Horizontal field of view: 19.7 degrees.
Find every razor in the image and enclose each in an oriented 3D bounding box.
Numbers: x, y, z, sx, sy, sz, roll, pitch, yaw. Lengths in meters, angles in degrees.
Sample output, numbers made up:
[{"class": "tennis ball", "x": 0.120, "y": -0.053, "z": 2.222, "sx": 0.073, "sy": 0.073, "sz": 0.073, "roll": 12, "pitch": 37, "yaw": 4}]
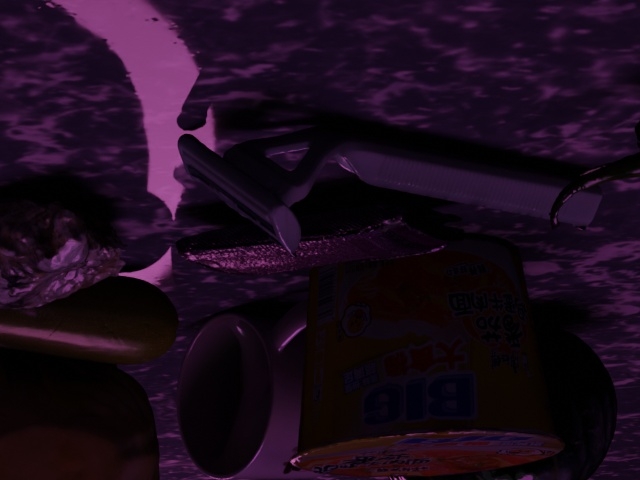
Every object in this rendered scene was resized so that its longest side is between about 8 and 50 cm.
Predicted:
[{"class": "razor", "x": 0.060, "y": -0.037, "z": 1.098, "sx": 0.277, "sy": 0.056, "sz": 0.111, "roll": 0, "pitch": -158, "yaw": -35}]

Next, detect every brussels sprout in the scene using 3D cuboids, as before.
[{"class": "brussels sprout", "x": -0.255, "y": 0.164, "z": 1.406, "sx": 0.259, "sy": 0.227, "sz": 0.294, "roll": 11, "pitch": -179, "yaw": -30}]

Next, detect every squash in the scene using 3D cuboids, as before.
[{"class": "squash", "x": -0.196, "y": 0.050, "z": 1.329, "sx": 0.201, "sy": 0.066, "sz": 0.066, "roll": 10, "pitch": 160, "yaw": -22}, {"class": "squash", "x": 0.150, "y": 0.156, "z": 1.567, "sx": 0.218, "sy": 0.172, "sz": 0.218, "roll": -2, "pitch": 167, "yaw": -1}]

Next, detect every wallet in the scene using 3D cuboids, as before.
[{"class": "wallet", "x": 0.000, "y": 0.001, "z": 1.212, "sx": 0.165, "sy": 0.030, "sz": 0.111, "roll": -9, "pitch": 174, "yaw": 26}]

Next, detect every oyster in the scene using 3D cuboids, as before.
[{"class": "oyster", "x": -0.184, "y": 0.010, "z": 1.189, "sx": 0.125, "sy": 0.064, "sz": 0.177, "roll": -9, "pitch": 166, "yaw": 5}]

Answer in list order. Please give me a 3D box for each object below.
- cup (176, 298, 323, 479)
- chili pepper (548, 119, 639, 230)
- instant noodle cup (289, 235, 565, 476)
[{"class": "cup", "x": -0.018, "y": 0.112, "z": 1.512, "sx": 0.142, "sy": 0.174, "sz": 0.134, "roll": 7, "pitch": -167, "yaw": -37}, {"class": "chili pepper", "x": 0.261, "y": -0.064, "z": 1.002, "sx": 0.278, "sy": 0.065, "sz": 0.122, "roll": -8, "pitch": 160, "yaw": 3}, {"class": "instant noodle cup", "x": 0.071, "y": 0.087, "z": 1.346, "sx": 0.205, "sy": 0.153, "sz": 0.205, "roll": -5, "pitch": 164, "yaw": -1}]
